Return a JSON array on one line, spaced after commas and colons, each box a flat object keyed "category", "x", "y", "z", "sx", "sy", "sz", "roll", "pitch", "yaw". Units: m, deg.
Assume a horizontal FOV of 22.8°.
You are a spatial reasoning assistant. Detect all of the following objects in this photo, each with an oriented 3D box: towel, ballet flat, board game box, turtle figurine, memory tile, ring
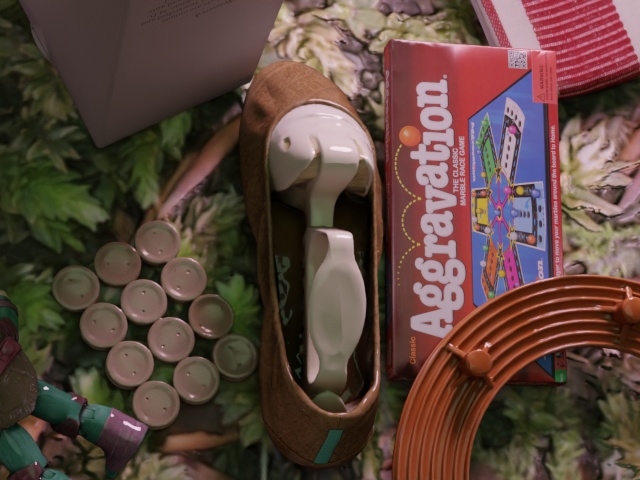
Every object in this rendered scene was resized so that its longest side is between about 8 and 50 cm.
[{"category": "towel", "x": 0.277, "y": -0.262, "z": 1.414, "sx": 0.329, "sy": 0.037, "sz": 0.237, "roll": -18, "pitch": 78, "yaw": -16}, {"category": "ballet flat", "x": 0.000, "y": 0.000, "z": 1.212, "sx": 0.116, "sy": 0.124, "sz": 0.342, "roll": 4, "pitch": 70, "yaw": -12}, {"category": "board game box", "x": 0.124, "y": -0.024, "z": 1.286, "sx": 0.145, "sy": 0.027, "sz": 0.281, "roll": 2, "pitch": 76, "yaw": -10}, {"category": "turtle figurine", "x": -0.247, "y": 0.114, "z": 1.130, "sx": 0.234, "sy": 0.118, "sz": 0.175, "roll": 35, "pitch": 67, "yaw": -4}, {"category": "memory tile", "x": -0.126, "y": 0.063, "z": 1.223, "sx": 0.113, "sy": 0.012, "sz": 0.148, "roll": -32, "pitch": 79, "yaw": -20}, {"category": "ring", "x": 0.220, "y": 0.188, "z": 1.225, "sx": 0.336, "sy": 0.032, "sz": 0.336, "roll": 3, "pitch": 76, "yaw": -13}]

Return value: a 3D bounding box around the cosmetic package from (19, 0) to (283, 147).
[{"category": "cosmetic package", "x": -0.129, "y": -0.247, "z": 1.134, "sx": 0.156, "sy": 0.385, "sz": 0.217, "roll": -26, "pitch": 80, "yaw": -18}]
